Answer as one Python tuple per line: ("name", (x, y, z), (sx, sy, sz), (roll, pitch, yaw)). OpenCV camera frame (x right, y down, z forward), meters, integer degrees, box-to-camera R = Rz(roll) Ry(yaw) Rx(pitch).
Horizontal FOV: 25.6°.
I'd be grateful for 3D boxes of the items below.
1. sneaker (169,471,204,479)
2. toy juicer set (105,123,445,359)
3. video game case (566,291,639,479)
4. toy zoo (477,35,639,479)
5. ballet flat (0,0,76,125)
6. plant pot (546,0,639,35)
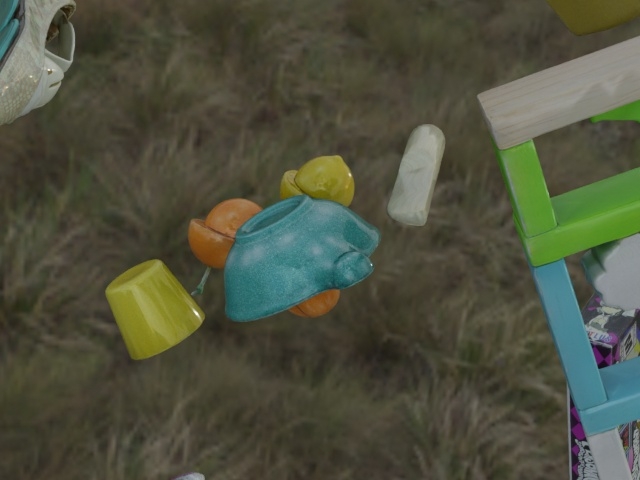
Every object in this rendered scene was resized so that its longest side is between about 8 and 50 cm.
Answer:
("sneaker", (-0.122, 0.252, 0.895), (0.104, 0.095, 0.236), (44, 44, -10))
("toy juicer set", (0.000, 0.000, 1.113), (0.329, 0.089, 0.209), (-18, 18, 37))
("video game case", (0.253, 0.115, 1.113), (0.041, 0.232, 0.210), (13, 36, 30))
("toy zoo", (0.198, 0.038, 0.601), (0.192, 0.293, 0.030), (-20, 27, 5))
("ballet flat", (-0.173, -0.111, 0.844), (0.052, 0.057, 0.168), (30, 33, -22))
("plant pot", (0.175, -0.171, 0.858), (0.081, 0.083, 0.081), (48, 26, -2))
